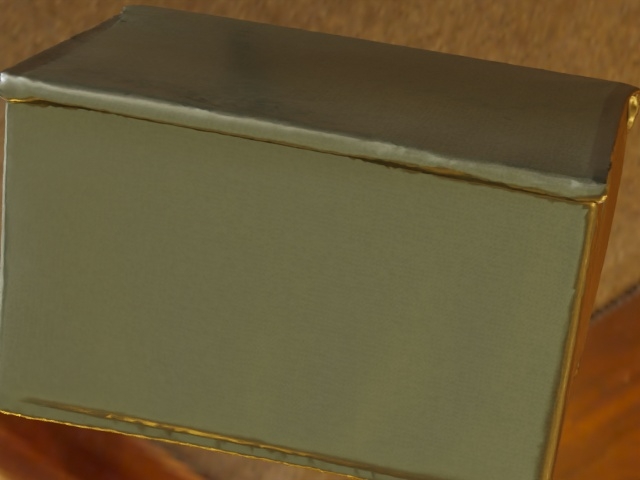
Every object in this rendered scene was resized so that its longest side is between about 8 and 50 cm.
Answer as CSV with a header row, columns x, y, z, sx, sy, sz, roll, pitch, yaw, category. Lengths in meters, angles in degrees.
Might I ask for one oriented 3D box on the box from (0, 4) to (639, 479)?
x,y,z,sx,sy,sz,roll,pitch,yaw,category
0.000,-0.001,1.184,0.345,0.251,0.205,10,108,9,box
